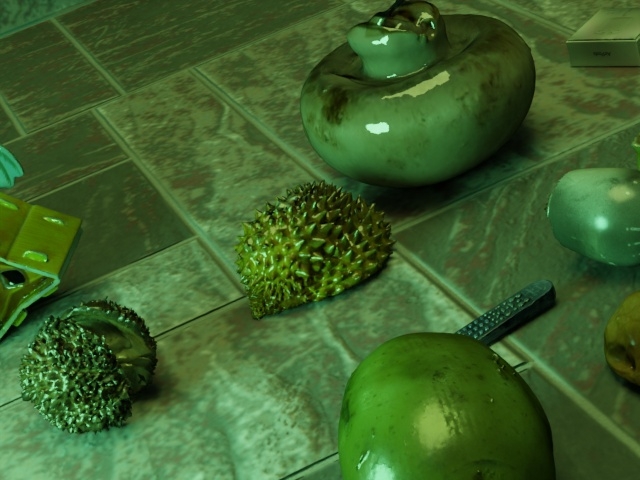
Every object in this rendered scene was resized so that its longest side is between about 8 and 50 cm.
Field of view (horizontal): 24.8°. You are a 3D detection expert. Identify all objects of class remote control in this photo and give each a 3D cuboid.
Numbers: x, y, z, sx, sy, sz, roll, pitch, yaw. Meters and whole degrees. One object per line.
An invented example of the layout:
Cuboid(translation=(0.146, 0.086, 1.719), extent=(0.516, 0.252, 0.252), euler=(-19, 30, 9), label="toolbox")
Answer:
Cuboid(translation=(0.225, 0.095, 1.778), extent=(0.152, 0.027, 0.043), euler=(-29, 34, -18), label="remote control")

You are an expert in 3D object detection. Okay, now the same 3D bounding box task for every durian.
Cuboid(translation=(-0.304, 0.167, 1.853), extent=(0.196, 0.167, 0.196), euler=(-25, 1, 1), label="durian")
Cuboid(translation=(-0.008, -0.010, 2.014), extent=(0.183, 0.138, 0.249), euler=(-6, 21, 40), label="durian")

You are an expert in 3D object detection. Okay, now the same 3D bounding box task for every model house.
Cuboid(translation=(-0.530, 0.004, 2.082), extent=(0.323, 0.340, 0.300), euler=(-9, 29, 10), label="model house")

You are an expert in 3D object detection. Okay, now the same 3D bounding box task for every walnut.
Cuboid(translation=(0.402, 0.095, 1.598), extent=(0.167, 0.087, 0.211), euler=(-22, 27, -17), label="walnut")

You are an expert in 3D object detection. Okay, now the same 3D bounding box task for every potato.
Cuboid(translation=(0.120, 0.201, 1.444), extent=(0.216, 0.216, 0.304), euler=(-20, 17, -4), label="potato")

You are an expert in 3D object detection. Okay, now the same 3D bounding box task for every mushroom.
Cuboid(translation=(0.138, -0.247, 2.183), extent=(0.362, 0.295, 0.362), euler=(-16, 26, 8), label="mushroom")

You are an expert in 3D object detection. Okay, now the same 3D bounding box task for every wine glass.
Cuboid(translation=(0.404, -0.023, 1.783), extent=(0.241, 0.126, 0.126), euler=(13, 40, 44), label="wine glass")

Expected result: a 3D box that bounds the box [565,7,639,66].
Cuboid(translation=(0.495, -0.338, 2.411), extent=(0.130, 0.051, 0.129), euler=(5, 35, 40), label="box")

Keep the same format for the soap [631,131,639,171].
Cuboid(translation=(0.544, -0.124, 1.942), extent=(0.233, 0.076, 0.135), euler=(3, 33, 34), label="soap")
